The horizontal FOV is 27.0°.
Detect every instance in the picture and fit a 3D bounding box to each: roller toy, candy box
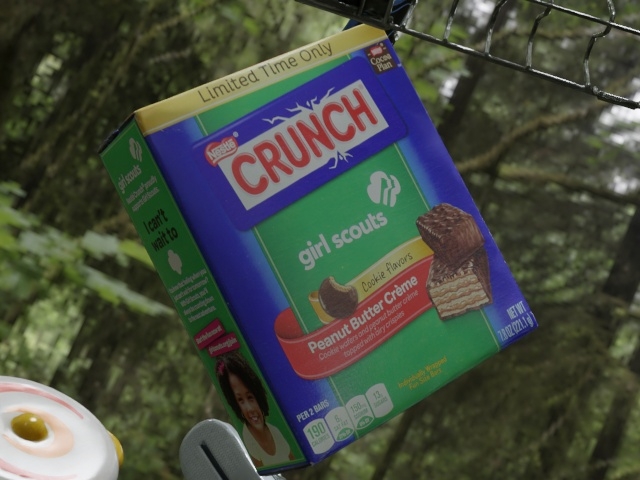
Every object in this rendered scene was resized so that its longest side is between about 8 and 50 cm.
[{"bbox_3d":[-0.295,0.227,1.269,0.209,0.146,0.191,21,23,-16],"label":"roller toy"},{"bbox_3d":[0.000,0.000,1.153,0.317,0.268,0.122,62,-31,2],"label":"candy box"}]

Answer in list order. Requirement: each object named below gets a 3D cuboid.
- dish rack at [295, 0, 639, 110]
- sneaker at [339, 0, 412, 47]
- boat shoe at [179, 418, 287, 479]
[{"bbox_3d":[0.118,-0.177,0.671,0.271,0.208,0.074,18,15,3],"label":"dish rack"},{"bbox_3d":[0.058,-0.234,1.719,0.090,0.232,0.081,49,25,5],"label":"sneaker"},{"bbox_3d":[-0.049,0.348,1.582,0.119,0.121,0.335,33,19,-50],"label":"boat shoe"}]
